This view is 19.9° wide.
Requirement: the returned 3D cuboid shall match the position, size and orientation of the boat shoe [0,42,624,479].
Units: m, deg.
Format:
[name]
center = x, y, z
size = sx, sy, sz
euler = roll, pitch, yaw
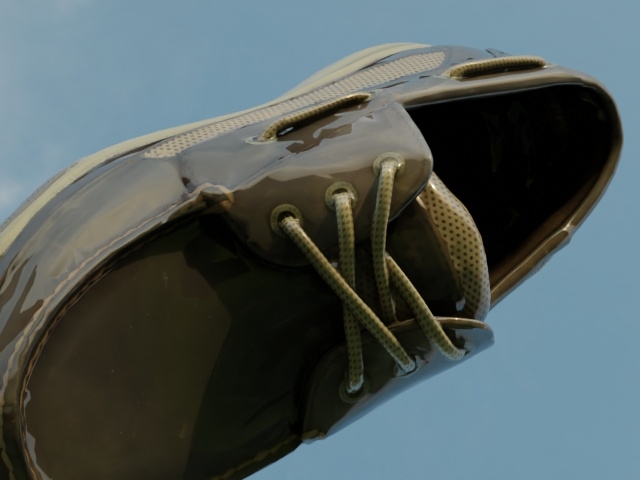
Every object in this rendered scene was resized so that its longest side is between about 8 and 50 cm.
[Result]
[boat shoe]
center = 0.000, 0.000, 0.694
size = 0.130, 0.355, 0.132
euler = -11, -70, 41
